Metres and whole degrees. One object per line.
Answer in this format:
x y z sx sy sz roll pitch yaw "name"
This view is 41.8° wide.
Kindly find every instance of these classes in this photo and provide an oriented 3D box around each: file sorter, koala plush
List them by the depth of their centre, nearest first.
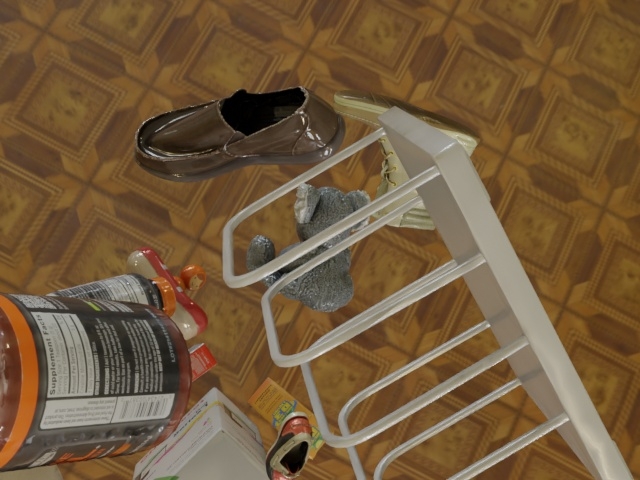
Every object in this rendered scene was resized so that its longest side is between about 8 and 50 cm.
0.065 0.072 0.618 0.173 0.193 0.278 -30 106 1 "file sorter"
0.000 0.000 1.569 0.196 0.203 0.221 9 108 -34 "koala plush"

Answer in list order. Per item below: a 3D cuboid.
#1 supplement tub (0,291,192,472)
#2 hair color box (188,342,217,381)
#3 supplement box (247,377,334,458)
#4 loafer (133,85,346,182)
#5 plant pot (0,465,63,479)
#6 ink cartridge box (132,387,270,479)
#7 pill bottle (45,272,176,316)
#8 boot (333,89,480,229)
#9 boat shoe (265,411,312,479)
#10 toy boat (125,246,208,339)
-0.178 0.085 0.505 0.106 0.198 0.106 -5 81 33 "supplement tub"
-0.293 0.273 1.657 0.167 0.093 0.053 -34 94 -21 "hair color box"
-0.066 0.374 1.781 0.078 0.233 0.080 -49 119 -11 "supplement box"
-0.147 -0.192 1.348 0.366 0.130 0.134 -7 56 17 "loafer"
-0.450 0.268 0.914 0.284 0.284 0.191 40 50 3 "plant pot"
-0.196 0.369 1.335 0.201 0.278 0.117 -45 98 -4 "ink cartridge box"
-0.404 0.138 1.628 0.245 0.130 0.130 -14 76 -42 "pill bottle"
0.095 -0.107 1.155 0.213 0.077 0.165 16 112 -17 "boot"
-0.038 0.275 1.062 0.049 0.137 0.043 1 40 -21 "boat shoe"
-0.320 0.105 1.858 0.151 0.151 0.231 -30 76 -28 "toy boat"
